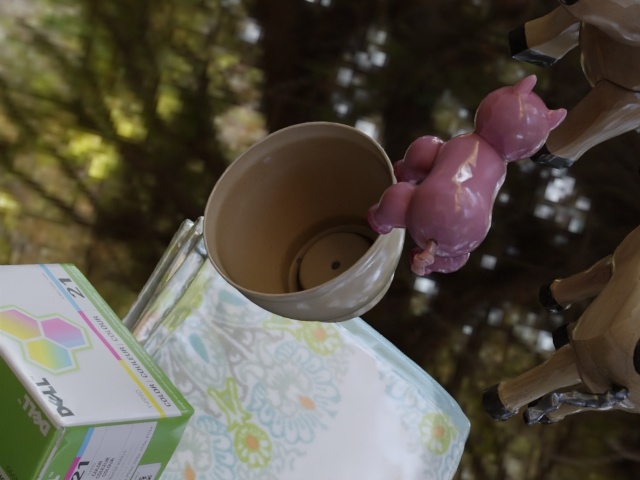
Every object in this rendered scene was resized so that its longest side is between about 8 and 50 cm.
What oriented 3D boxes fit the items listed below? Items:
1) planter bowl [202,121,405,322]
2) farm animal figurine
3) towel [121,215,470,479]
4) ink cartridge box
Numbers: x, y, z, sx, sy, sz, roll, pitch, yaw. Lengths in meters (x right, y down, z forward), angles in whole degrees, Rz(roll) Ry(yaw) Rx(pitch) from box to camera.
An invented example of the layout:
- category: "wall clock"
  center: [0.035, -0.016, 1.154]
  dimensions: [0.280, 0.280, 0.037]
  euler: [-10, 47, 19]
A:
- category: "planter bowl"
  center: [0.000, 0.000, 1.385]
  dimensions: [0.109, 0.162, 0.162]
  euler: [56, 33, -53]
- category: "farm animal figurine"
  center: [0.174, -0.086, 0.904]
  dimensions: [0.172, 0.327, 0.330]
  euler: [-29, -103, 44]
- category: "towel"
  center: [-0.049, 0.190, 1.650]
  dimensions: [0.090, 0.374, 0.320]
  euler: [-38, -164, 51]
- category: "ink cartridge box"
  center: [-0.250, 0.110, 1.248]
  dimensions: [0.189, 0.255, 0.097]
  euler: [46, -62, 33]
